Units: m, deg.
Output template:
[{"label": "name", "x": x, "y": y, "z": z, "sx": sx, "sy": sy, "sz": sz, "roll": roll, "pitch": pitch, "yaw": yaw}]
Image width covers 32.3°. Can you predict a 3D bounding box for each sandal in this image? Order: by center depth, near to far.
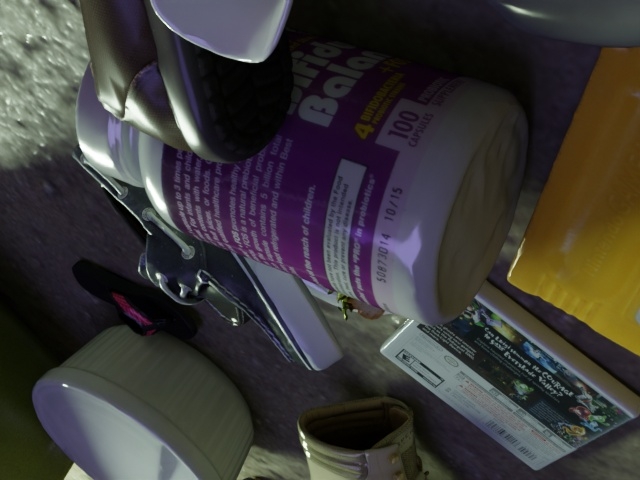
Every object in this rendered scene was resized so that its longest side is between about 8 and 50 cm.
[{"label": "sandal", "x": -0.218, "y": 0.078, "z": 1.262, "sx": 0.179, "sy": 0.040, "sz": 0.067, "roll": 22, "pitch": 144, "yaw": 22}]

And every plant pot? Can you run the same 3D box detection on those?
[{"label": "plant pot", "x": -0.503, "y": 0.205, "z": 1.439, "sx": 0.353, "sy": 0.366, "sz": 0.366, "roll": 39, "pitch": 149, "yaw": -25}]

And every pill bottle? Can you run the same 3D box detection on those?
[{"label": "pill bottle", "x": -0.020, "y": -0.065, "z": 0.791, "sx": 0.301, "sy": 0.169, "sz": 0.169, "roll": 20, "pitch": 143, "yaw": 23}]

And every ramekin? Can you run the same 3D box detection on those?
[{"label": "ramekin", "x": -0.203, "y": 0.219, "z": 1.344, "sx": 0.272, "sy": 0.127, "sz": 0.273, "roll": 24, "pitch": 144, "yaw": 19}]

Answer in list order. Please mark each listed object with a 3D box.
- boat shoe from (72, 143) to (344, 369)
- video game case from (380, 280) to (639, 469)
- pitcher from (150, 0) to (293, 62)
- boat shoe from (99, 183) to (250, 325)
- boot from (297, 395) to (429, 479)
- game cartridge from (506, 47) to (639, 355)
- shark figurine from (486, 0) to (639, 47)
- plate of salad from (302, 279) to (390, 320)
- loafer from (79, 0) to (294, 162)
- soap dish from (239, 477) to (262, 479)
[{"label": "boat shoe", "x": -0.102, "y": 0.006, "z": 0.924, "sx": 0.301, "sy": 0.102, "sz": 0.108, "roll": 49, "pitch": 177, "yaw": 17}, {"label": "video game case", "x": 0.163, "y": 0.119, "z": 0.982, "sx": 0.190, "sy": 0.022, "sz": 0.173, "roll": 38, "pitch": 147, "yaw": 1}, {"label": "pitcher", "x": -0.003, "y": -0.217, "z": 0.555, "sx": 0.125, "sy": 0.207, "sz": 0.178, "roll": 26, "pitch": 145, "yaw": 16}, {"label": "boat shoe", "x": -0.135, "y": 0.006, "z": 1.073, "sx": 0.081, "sy": 0.069, "sz": 0.228, "roll": -1, "pitch": 131, "yaw": 43}, {"label": "boot", "x": 0.106, "y": 0.264, "z": 1.143, "sx": 0.262, "sy": 0.095, "sz": 0.203, "roll": 6, "pitch": 124, "yaw": 16}, {"label": "game cartridge", "x": 0.298, "y": 0.014, "z": 0.703, "sx": 0.323, "sy": 0.053, "sz": 0.285, "roll": 27, "pitch": 145, "yaw": 13}, {"label": "shark figurine", "x": 0.192, "y": -0.152, "z": 0.506, "sx": 0.166, "sy": 0.116, "sz": 0.278, "roll": 39, "pitch": 139, "yaw": 3}, {"label": "plate of salad", "x": 0.000, "y": 0.000, "z": 0.962, "sx": 0.199, "sy": 0.048, "sz": 0.200, "roll": 25, "pitch": 146, "yaw": 18}, {"label": "loafer", "x": -0.120, "y": -0.219, "z": 0.638, "sx": 0.130, "sy": 0.134, "sz": 0.366, "roll": 1, "pitch": 108, "yaw": 32}, {"label": "soap dish", "x": -0.189, "y": 0.428, "z": 1.464, "sx": 0.229, "sy": 0.291, "sz": 0.118, "roll": -22, "pitch": 97, "yaw": 53}]
